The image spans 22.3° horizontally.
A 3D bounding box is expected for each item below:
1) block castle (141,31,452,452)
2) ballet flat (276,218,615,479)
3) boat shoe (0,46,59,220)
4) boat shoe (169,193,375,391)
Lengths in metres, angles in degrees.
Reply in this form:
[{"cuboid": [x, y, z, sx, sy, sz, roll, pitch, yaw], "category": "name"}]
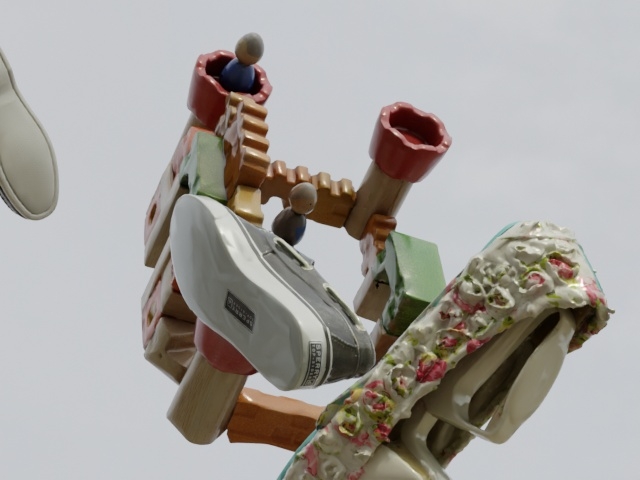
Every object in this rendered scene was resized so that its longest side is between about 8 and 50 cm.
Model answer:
[{"cuboid": [0.000, 0.000, 1.601, 0.303, 0.453, 0.213, 15, -54, -17], "category": "block castle"}, {"cuboid": [0.060, 0.092, 0.849, 0.241, 0.077, 0.091, -51, -42, 9], "category": "ballet flat"}, {"cuboid": [-0.202, -0.069, 1.001, 0.038, 0.046, 0.125, -16, -76, 44], "category": "boat shoe"}, {"cuboid": [-0.039, 0.037, 1.160, 0.070, 0.219, 0.077, -2, -58, -34], "category": "boat shoe"}]
